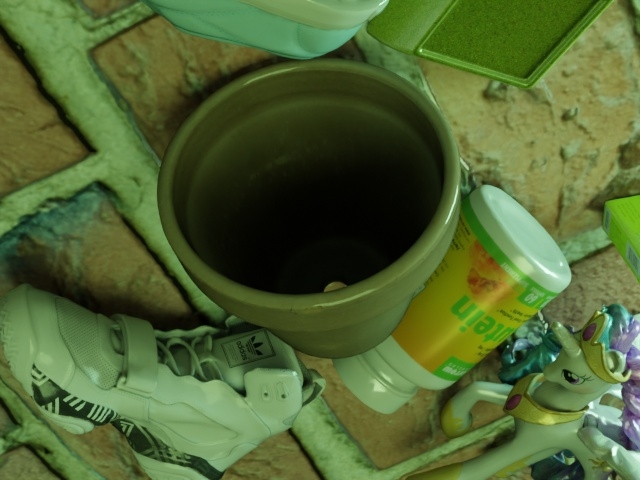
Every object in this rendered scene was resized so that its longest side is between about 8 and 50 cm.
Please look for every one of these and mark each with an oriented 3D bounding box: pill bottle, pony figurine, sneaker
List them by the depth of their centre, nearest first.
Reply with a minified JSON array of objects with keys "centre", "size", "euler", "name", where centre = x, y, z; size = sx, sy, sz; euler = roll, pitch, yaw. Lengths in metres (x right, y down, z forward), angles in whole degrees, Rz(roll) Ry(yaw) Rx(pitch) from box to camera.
[{"centre":[-0.133,-0.230,0.950],"size":[0.366,0.135,0.150],"euler":[23,149,-14],"name":"sneaker"},{"centre":[-0.151,0.120,1.231],"size":[0.210,0.137,0.366],"euler":[-32,135,11],"name":"sneaker"},{"centre":[0.129,0.070,1.260],"size":[0.136,0.136,0.246],"euler":[31,115,-34],"name":"pill bottle"},{"centre":[0.321,0.224,1.387],"size":[0.351,0.302,0.363],"euler":[22,136,-20],"name":"pony figurine"}]

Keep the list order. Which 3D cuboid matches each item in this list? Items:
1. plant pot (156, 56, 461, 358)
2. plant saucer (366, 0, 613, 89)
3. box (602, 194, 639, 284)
[{"centre":[0.000,0.000,1.119],"size":[0.263,0.263,0.229],"euler":[-16,148,-2],"name":"plant pot"},{"centre":[0.166,-0.206,1.067],"size":[0.188,0.045,0.188],"euler":[12,142,-24],"name":"plant saucer"},{"centre":[0.407,-0.012,1.289],"size":[0.178,0.109,0.042],"euler":[-11,129,-7],"name":"box"}]
